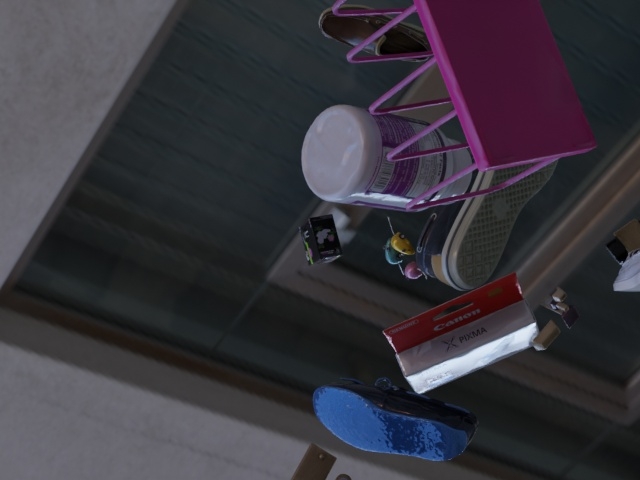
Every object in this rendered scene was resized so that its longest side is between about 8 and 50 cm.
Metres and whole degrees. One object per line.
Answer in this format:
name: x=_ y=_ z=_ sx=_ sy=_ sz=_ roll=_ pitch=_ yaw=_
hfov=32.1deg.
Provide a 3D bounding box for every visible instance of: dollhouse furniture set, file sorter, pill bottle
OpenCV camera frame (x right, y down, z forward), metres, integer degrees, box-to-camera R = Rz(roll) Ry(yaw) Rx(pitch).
dollhouse furniture set: x=0.031 y=0.452 z=1.998 sx=0.144 sy=0.151 sz=0.123 roll=32 pitch=-107 yaw=-6
dollhouse furniture set: x=0.446 y=0.153 z=2.248 sx=0.081 sy=0.114 sz=0.091 roll=30 pitch=163 yaw=50
file sorter: x=0.166 y=-0.204 z=1.382 sx=0.202 sy=0.182 sz=0.290 roll=-13 pitch=-101 yaw=-39
pill bottle: x=0.127 y=-0.138 z=1.968 sx=0.301 sy=0.169 sz=0.169 roll=6 pitch=-138 yaw=-43

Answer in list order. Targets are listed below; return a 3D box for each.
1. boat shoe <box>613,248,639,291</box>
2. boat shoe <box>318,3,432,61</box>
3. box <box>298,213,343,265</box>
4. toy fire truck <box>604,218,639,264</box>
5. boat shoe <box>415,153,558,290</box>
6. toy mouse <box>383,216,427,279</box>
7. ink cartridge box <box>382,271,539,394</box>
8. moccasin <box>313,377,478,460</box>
boat shoe: x=0.501 y=0.044 z=1.740 sx=0.066 sy=0.063 sz=0.184 roll=-1 pitch=169 yaw=5
boat shoe: x=0.123 y=-0.445 z=2.405 sx=0.257 sy=0.095 sz=0.095 roll=10 pitch=-149 yaw=-5
box: x=0.000 y=0.000 z=2.123 sx=0.052 sy=0.062 sz=0.083 roll=-10 pitch=-101 yaw=-25
toy fire truck: x=0.748 y=0.077 z=2.359 sx=0.246 sy=0.158 sz=0.217 roll=47 pitch=-170 yaw=-45
boat shoe: x=0.352 y=-0.115 z=2.329 sx=0.187 sy=0.156 sz=0.500 roll=45 pitch=-115 yaw=-32
toy mouse: x=0.182 y=0.046 z=2.499 sx=0.031 sy=0.143 sz=0.161 roll=-30 pitch=-115 yaw=-19
ink cartridge box: x=0.298 y=0.200 z=2.294 sx=0.261 sy=0.296 sz=0.066 roll=56 pitch=-169 yaw=-60
moccasin: x=0.146 y=0.348 z=2.151 sx=0.342 sy=0.137 sz=0.117 roll=15 pitch=-154 yaw=33
